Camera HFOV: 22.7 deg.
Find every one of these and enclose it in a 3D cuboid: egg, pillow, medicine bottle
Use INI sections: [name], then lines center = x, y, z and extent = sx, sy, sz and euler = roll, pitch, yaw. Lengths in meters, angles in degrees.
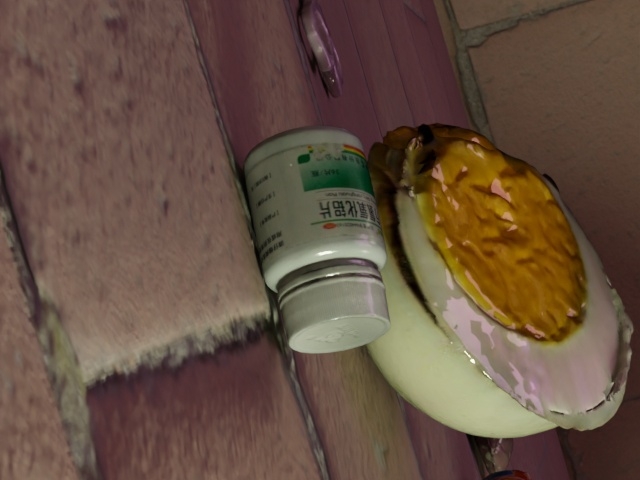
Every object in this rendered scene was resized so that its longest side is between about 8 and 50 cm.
[egg]
center = 0.106, 0.051, 1.304
extent = 0.286, 0.174, 0.264
euler = 28, 43, -39
[pillow]
center = 0.188, 0.197, 1.849
extent = 0.118, 0.043, 0.185
euler = -79, 148, -56
[medicine bottle]
center = 0.000, 0.000, 1.007
extent = 0.080, 0.080, 0.130
euler = 52, 24, -65

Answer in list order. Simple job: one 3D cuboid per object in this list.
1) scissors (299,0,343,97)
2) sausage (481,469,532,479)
[scissors]
center = -0.009, -0.239, 1.507
extent = 0.110, 0.021, 0.212
euler = 57, 20, -65
[sausage]
center = 0.188, 0.322, 1.568
extent = 0.274, 0.074, 0.074
euler = -81, 153, -69
